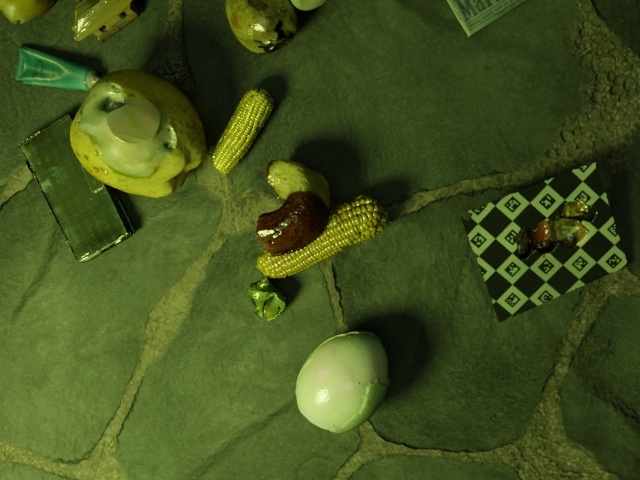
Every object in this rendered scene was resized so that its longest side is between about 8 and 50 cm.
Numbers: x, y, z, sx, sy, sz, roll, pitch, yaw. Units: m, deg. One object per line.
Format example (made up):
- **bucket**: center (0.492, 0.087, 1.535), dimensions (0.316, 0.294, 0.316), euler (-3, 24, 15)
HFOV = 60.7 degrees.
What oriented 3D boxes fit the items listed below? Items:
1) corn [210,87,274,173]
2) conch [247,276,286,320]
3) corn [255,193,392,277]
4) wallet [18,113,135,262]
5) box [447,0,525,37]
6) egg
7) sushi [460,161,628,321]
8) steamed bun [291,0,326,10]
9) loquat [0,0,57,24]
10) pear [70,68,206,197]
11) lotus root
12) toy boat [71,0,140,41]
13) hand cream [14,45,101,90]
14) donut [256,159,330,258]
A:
- **corn**: center (-0.173, -0.241, 1.203), dimensions (0.072, 0.072, 0.203), euler (33, 99, 4)
- **conch**: center (-0.119, 0.132, 1.222), dimensions (0.089, 0.074, 0.121), euler (20, 123, 25)
- **corn**: center (-0.001, -0.002, 1.183), dimensions (0.313, 0.102, 0.102), euler (-29, 90, 9)
- **wallet**: center (-0.568, -0.119, 1.278), dimensions (0.169, 0.044, 0.317), euler (-28, 89, 13)
- **box**: center (0.354, -0.516, 1.125), dimensions (0.177, 0.036, 0.115), euler (-30, 90, 9)
- **egg**: center (0.054, 0.289, 1.160), dimensions (0.183, 0.183, 0.217), euler (26, 94, 5)
- **sushi**: center (0.461, -0.001, 1.148), dimensions (0.290, 0.050, 0.264), euler (-24, 105, 7)
- **steamed bun**: center (0.000, -0.671, 1.051), dimensions (0.236, 0.247, 0.383), euler (-15, 82, -3)
- **loquat**: center (-0.645, -0.570, 1.195), dimensions (0.152, 0.152, 0.195), euler (14, 100, 6)
- **pear**: center (-0.378, -0.221, 1.158), dimensions (0.271, 0.271, 0.271), euler (1, 95, 8)
- **lotus root**: center (-0.135, -0.488, 1.153), dimensions (0.138, 0.138, 0.214), euler (-37, 77, 9)
- **toy boat**: center (-0.453, -0.516, 1.211), dimensions (0.226, 0.088, 0.068), euler (-31, 54, 8)
- **hand cream**: center (-0.607, -0.391, 1.264), dimensions (0.224, 0.048, 0.083), euler (14, 99, 11)
- **donut**: center (-0.058, -0.083, 1.140), dimensions (0.141, 0.085, 0.217), euler (-8, 64, 25)
